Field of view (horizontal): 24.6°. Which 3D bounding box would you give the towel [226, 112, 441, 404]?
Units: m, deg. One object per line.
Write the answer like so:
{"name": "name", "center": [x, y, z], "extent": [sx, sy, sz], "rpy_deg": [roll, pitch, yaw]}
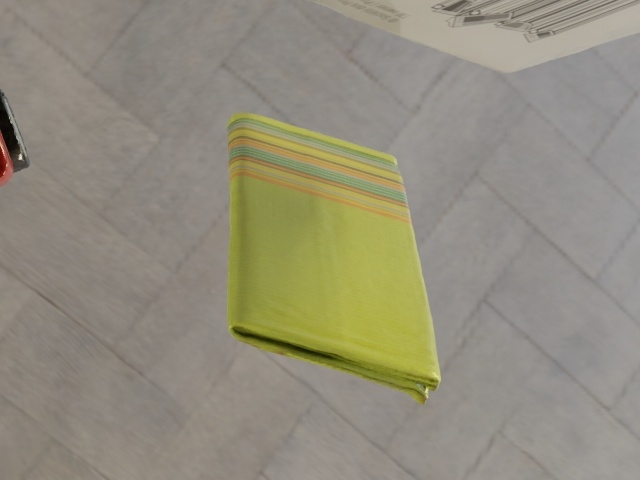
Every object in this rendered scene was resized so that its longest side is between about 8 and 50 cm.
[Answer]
{"name": "towel", "center": [0.000, 0.000, 0.748], "extent": [0.102, 0.237, 0.021], "rpy_deg": [15, 116, -11]}

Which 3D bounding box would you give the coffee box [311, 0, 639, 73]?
{"name": "coffee box", "center": [0.112, -0.301, 0.614], "extent": [0.338, 0.338, 0.334], "rpy_deg": [10, 69, -51]}

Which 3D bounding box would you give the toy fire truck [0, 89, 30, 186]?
{"name": "toy fire truck", "center": [-0.256, -0.133, 0.892], "extent": [0.159, 0.246, 0.217], "rpy_deg": [-20, 89, -6]}
